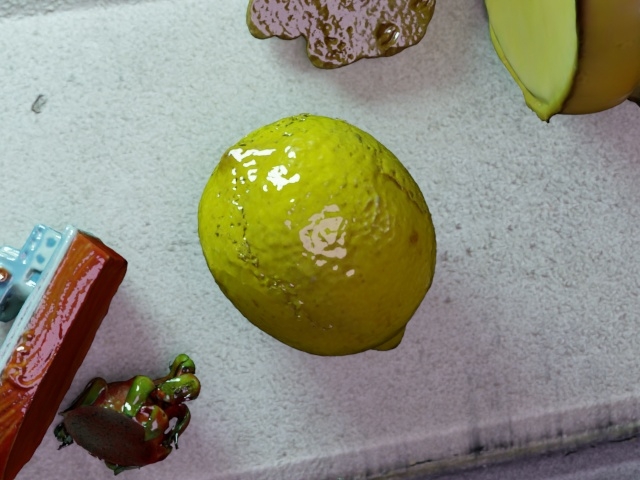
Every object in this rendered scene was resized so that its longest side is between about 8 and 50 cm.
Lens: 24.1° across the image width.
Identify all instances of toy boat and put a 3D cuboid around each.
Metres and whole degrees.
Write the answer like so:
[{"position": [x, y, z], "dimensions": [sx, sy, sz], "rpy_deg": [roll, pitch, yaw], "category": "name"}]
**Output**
[{"position": [-0.352, 0.131, 1.690], "dimensions": [0.133, 0.145, 0.332], "rpy_deg": [26, 88, 8], "category": "toy boat"}]

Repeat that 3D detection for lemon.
[{"position": [0.000, 0.000, 1.697], "dimensions": [0.258, 0.258, 0.310], "rpy_deg": [-42, 107, -6], "category": "lemon"}]

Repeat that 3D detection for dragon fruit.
[{"position": [-0.213, 0.206, 1.748], "dimensions": [0.175, 0.138, 0.142], "rpy_deg": [-38, 65, -24], "category": "dragon fruit"}]

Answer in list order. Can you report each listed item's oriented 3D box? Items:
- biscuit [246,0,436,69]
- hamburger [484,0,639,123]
[{"position": [0.042, -0.314, 1.778], "dimensions": [0.290, 0.041, 0.208], "rpy_deg": [-25, 101, -9], "category": "biscuit"}, {"position": [0.345, -0.350, 1.684], "dimensions": [0.277, 0.396, 0.395], "rpy_deg": [-12, 100, -11], "category": "hamburger"}]
